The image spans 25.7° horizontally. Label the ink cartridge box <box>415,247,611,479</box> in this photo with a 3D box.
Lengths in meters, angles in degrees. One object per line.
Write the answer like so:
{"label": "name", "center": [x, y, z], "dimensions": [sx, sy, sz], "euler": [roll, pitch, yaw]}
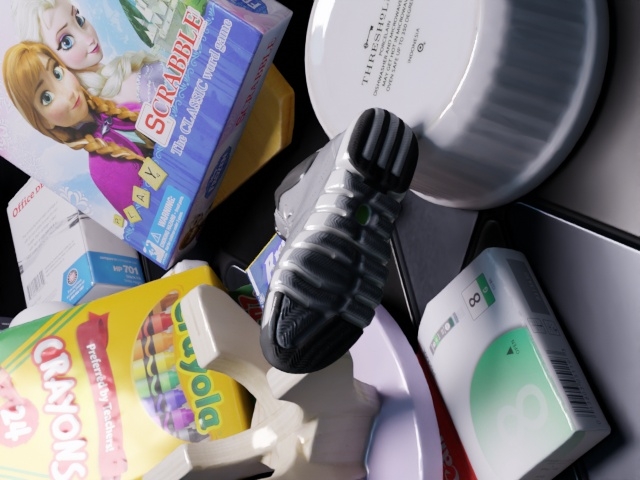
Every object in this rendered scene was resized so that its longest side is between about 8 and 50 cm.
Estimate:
{"label": "ink cartridge box", "center": [0.120, 0.143, 1.180], "dimensions": [0.225, 0.056, 0.181], "euler": [-46, 51, 32]}

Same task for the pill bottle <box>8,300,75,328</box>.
{"label": "pill bottle", "center": [-0.273, 0.171, 1.517], "dimensions": [0.117, 0.117, 0.208], "euler": [-51, 46, 30]}

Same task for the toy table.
{"label": "toy table", "center": [-0.022, 0.155, 1.200], "dimensions": [0.252, 0.160, 0.274], "euler": [-52, 50, 27]}

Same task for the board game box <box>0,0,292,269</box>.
{"label": "board game box", "center": [-0.221, -0.178, 1.420], "dimensions": [0.318, 0.066, 0.319], "euler": [34, 128, 10]}

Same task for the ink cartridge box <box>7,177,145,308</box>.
{"label": "ink cartridge box", "center": [-0.290, 0.009, 1.653], "dimensions": [0.139, 0.082, 0.191], "euler": [-41, 53, 37]}

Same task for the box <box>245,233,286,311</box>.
{"label": "box", "center": [0.000, 0.000, 1.342], "dimensions": [0.169, 0.054, 0.059], "euler": [-50, 49, 32]}

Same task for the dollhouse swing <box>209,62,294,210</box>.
{"label": "dollhouse swing", "center": [-0.158, -0.229, 1.563], "dimensions": [0.347, 0.305, 0.315], "euler": [-38, 15, 39]}

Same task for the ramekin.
{"label": "ramekin", "center": [0.102, -0.166, 1.197], "dimensions": [0.272, 0.127, 0.273], "euler": [-10, 77, 47]}

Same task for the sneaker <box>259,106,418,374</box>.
{"label": "sneaker", "center": [-0.004, 0.009, 1.114], "dimensions": [0.132, 0.086, 0.229], "euler": [-18, 42, 58]}

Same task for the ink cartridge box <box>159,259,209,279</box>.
{"label": "ink cartridge box", "center": [-0.171, 0.156, 1.513], "dimensions": [0.208, 0.045, 0.206], "euler": [-37, 56, 46]}

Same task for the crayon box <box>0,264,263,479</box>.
{"label": "crayon box", "center": [-0.180, 0.154, 1.373], "dimensions": [0.318, 0.081, 0.202], "euler": [-19, 65, 5]}

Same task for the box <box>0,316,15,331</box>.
{"label": "box", "center": [-0.421, 0.314, 1.676], "dimensions": [0.312, 0.179, 0.343], "euler": [51, 121, 42]}
